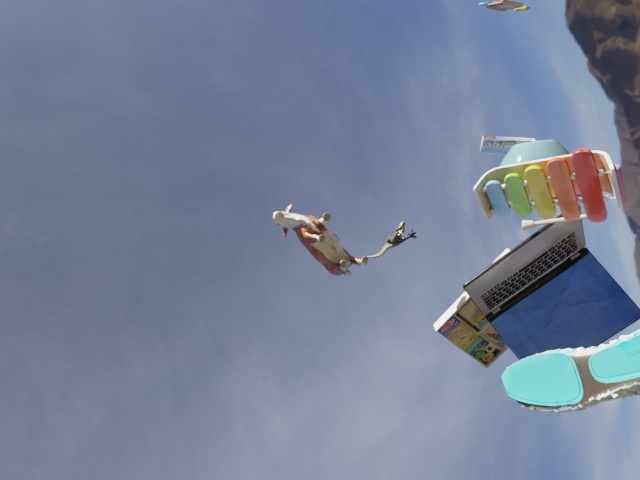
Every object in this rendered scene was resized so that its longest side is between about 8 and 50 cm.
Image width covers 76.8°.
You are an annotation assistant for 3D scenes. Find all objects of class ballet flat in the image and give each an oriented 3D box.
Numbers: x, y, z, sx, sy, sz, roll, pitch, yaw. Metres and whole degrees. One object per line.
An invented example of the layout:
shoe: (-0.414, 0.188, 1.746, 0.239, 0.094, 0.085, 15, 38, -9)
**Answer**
ballet flat: (0.606, 0.305, 0.878, 0.146, 0.409, 0.147, 17, -124, -27)

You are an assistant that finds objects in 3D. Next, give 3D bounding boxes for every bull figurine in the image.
bull figurine: (0.000, 0.000, 1.214, 0.310, 0.188, 0.101, 42, -106, -21)

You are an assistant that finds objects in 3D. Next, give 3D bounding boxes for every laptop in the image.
laptop: (0.698, 0.177, 1.200, 0.408, 0.381, 0.236, 41, -166, -46)

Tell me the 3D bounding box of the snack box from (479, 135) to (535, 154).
snack box: (0.686, -0.348, 1.489, 0.064, 0.178, 0.022, 84, -161, -44)

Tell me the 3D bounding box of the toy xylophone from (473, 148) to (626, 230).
toy xylophone: (0.562, -0.108, 0.993, 0.236, 0.322, 0.081, 49, -126, -22)

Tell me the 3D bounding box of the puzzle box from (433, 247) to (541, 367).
puzzle box: (0.664, 0.262, 1.521, 0.272, 0.409, 0.052, 36, -165, -8)

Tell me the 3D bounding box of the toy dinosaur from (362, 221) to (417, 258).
toy dinosaur: (0.263, -0.001, 1.435, 0.268, 0.118, 0.064, -34, -86, -42)

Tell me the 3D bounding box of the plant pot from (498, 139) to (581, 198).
plant pot: (0.739, -0.237, 1.393, 0.290, 0.290, 0.196, -11, -83, -47)

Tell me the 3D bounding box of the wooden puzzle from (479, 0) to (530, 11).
wooden puzzle: (0.490, -0.627, 1.076, 0.116, 0.078, 0.014, -2, -71, -22)
